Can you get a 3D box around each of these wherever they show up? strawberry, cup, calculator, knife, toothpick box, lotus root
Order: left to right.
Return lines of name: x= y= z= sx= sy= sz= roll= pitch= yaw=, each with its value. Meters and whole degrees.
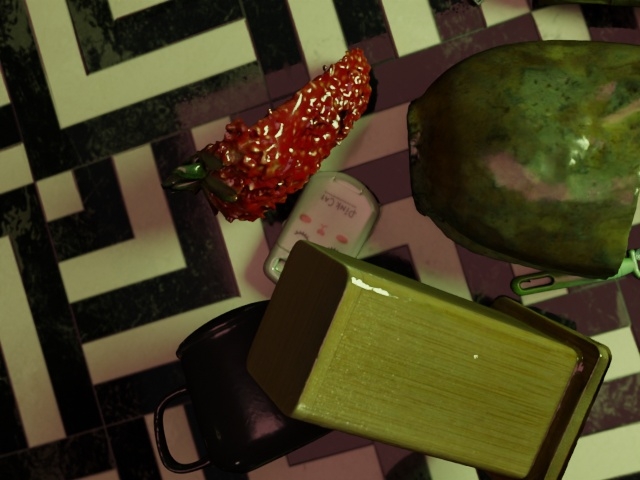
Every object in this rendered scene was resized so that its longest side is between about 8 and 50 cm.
cup: x=-0.096 y=0.178 z=0.994 sx=0.223 sy=0.169 sz=0.177 roll=-25 pitch=80 yaw=-1
strawberry: x=-0.039 y=-0.107 z=0.988 sx=0.286 sy=0.188 sz=0.106 roll=-36 pitch=96 yaw=-14
calculator: x=0.000 y=0.000 z=1.050 sx=0.100 sy=0.032 sz=0.175 roll=28 pitch=95 yaw=8
toothpick box: x=0.102 y=0.127 z=0.886 sx=0.308 sy=0.190 sz=0.187 roll=21 pitch=95 yaw=-27
lotus root: x=0.220 y=-0.110 z=0.958 sx=0.260 sy=0.149 sz=0.267 roll=10 pitch=87 yaw=11
knife: x=0.330 y=0.044 z=1.003 sx=0.212 sy=0.015 sz=0.054 roll=-11 pitch=89 yaw=9

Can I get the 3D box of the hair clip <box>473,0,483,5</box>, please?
hair clip: x=0.154 y=-0.330 z=1.022 sx=0.115 sy=0.039 sz=0.030 roll=40 pitch=91 yaw=10

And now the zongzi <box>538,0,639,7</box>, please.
zongzi: x=0.357 y=-0.362 z=0.965 sx=0.205 sy=0.094 sz=0.204 roll=7 pitch=82 yaw=6
